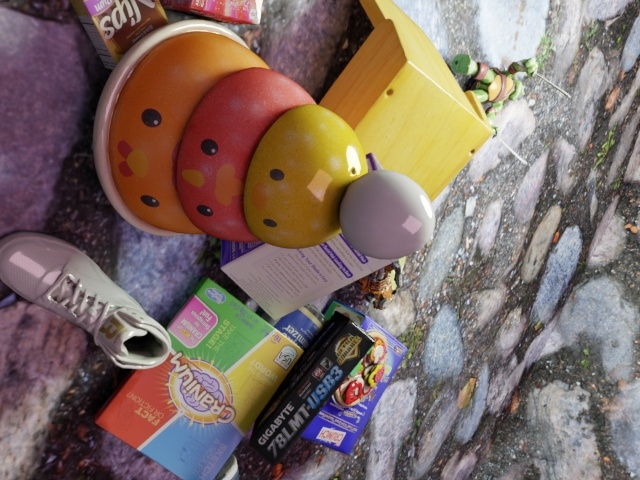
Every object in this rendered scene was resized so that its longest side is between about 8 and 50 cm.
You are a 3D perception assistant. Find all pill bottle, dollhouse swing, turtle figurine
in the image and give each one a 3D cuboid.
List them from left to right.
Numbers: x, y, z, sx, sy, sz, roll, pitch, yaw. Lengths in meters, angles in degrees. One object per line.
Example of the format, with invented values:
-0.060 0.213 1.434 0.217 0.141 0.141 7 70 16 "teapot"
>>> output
-0.098 0.222 1.219 0.219 0.123 0.122 -52 136 -16 "pill bottle"
0.136 -0.300 1.190 0.347 0.305 0.315 17 119 -48 "dollhouse swing"
0.459 -0.368 1.446 0.267 0.198 0.274 1 65 -29 "turtle figurine"

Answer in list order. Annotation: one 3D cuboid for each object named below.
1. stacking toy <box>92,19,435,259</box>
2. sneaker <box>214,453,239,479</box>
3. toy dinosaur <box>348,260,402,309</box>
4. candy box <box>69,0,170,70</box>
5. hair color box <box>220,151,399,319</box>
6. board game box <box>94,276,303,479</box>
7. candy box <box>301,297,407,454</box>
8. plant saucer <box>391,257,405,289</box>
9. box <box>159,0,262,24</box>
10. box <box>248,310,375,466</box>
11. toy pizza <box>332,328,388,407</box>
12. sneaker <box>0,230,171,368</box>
-0.052 -0.107 0.823 0.351 0.480 0.350 -36 138 -41 "stacking toy"
-0.259 0.599 1.248 0.226 0.086 0.163 -30 124 -35 "sneaker"
0.092 0.000 1.243 0.164 0.218 0.321 -13 115 -41 "toy dinosaur"
-0.297 -0.352 0.812 0.109 0.053 0.186 -43 135 -25 "candy box"
0.000 0.000 1.084 0.339 0.110 0.185 -26 129 16 "hair color box"
-0.219 0.265 1.071 0.242 0.064 0.316 39 75 -14 "board game box"
0.050 0.346 1.427 0.317 0.122 0.268 -59 139 -11 "candy box"
0.176 0.018 1.420 0.241 0.037 0.240 11 90 -70 "plant saucer"
-0.157 -0.466 0.850 0.128 0.123 0.256 -4 110 -44 "box"
-0.022 0.283 1.164 0.295 0.073 0.293 -51 -179 -4 "box"
0.100 0.306 1.343 0.201 0.032 0.201 -22 123 -39 "toy pizza"
-0.348 0.098 0.874 0.108 0.169 0.292 -55 136 -10 "sneaker"
